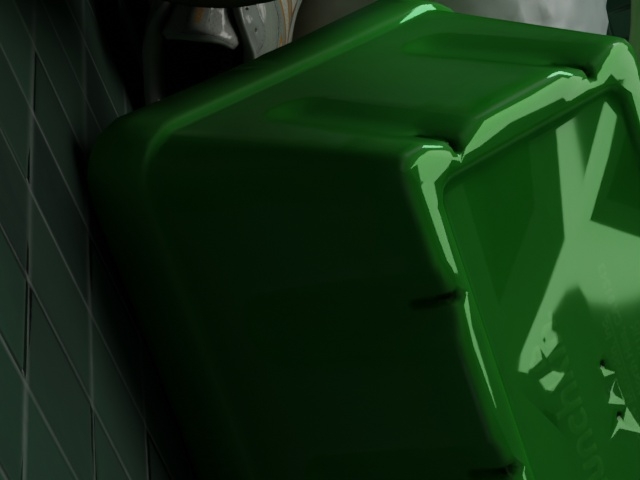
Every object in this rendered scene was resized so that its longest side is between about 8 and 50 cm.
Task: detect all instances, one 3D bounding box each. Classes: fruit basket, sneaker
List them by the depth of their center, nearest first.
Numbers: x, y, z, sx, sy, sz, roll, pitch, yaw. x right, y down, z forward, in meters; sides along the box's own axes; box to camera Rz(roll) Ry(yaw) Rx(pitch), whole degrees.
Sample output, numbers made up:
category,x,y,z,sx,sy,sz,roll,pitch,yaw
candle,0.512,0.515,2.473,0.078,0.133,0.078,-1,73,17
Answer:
category,x,y,z,sx,sy,sz,roll,pitch,yaw
fruit basket,0.029,0.069,0.951,0.392,0.283,0.392,27,-49,36
sneaker,-0.051,-0.155,1.045,0.121,0.099,0.262,-29,124,-78

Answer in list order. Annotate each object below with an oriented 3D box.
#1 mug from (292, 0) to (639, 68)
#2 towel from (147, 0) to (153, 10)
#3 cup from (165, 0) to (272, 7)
category,x,y,z,sx,sy,sz,roll,pitch,yaw
mug,0.087,-0.146,1.183,0.374,0.276,0.328,-9,-92,51
towel,-0.119,-0.221,1.312,0.248,0.038,0.325,49,25,-76
cup,-0.039,-0.248,0.873,0.237,0.331,0.331,114,-36,-57
